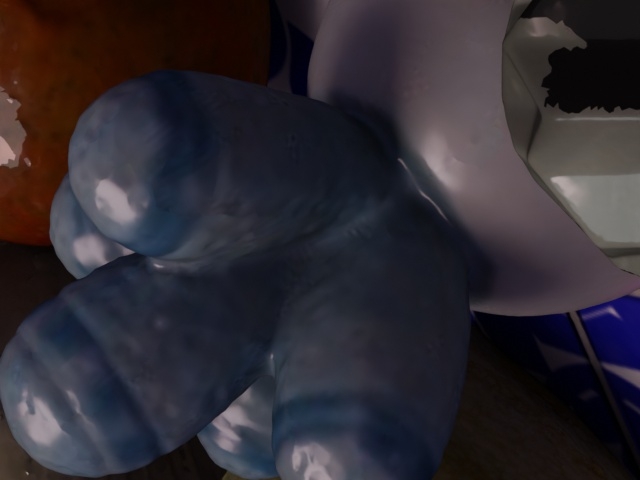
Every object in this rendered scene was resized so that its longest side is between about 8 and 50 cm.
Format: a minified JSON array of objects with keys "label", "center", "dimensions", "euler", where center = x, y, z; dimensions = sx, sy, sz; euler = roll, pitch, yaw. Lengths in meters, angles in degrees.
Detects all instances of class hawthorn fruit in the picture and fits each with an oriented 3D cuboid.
[{"label":"hawthorn fruit","center":[-0.154,-0.155,0.857],"dimensions":[0.277,0.277,0.298],"euler":[47,139,18]}]

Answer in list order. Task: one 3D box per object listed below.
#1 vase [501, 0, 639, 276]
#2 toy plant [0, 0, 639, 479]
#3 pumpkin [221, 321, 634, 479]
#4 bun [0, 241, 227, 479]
[{"label":"vase","center":[0.212,-0.049,0.386],"dimensions":[0.360,0.165,0.165],"euler":[10,132,56]},{"label":"toy plant","center":[0.000,0.000,0.644],"dimensions":[0.247,0.332,0.247],"euler":[45,159,23]},{"label":"pumpkin","center":[0.071,0.224,0.881],"dimensions":[0.199,0.332,0.332],"euler":[31,149,31]},{"label":"bun","center":[-0.168,0.145,0.966],"dimensions":[0.234,0.362,0.326],"euler":[-36,85,27]}]
